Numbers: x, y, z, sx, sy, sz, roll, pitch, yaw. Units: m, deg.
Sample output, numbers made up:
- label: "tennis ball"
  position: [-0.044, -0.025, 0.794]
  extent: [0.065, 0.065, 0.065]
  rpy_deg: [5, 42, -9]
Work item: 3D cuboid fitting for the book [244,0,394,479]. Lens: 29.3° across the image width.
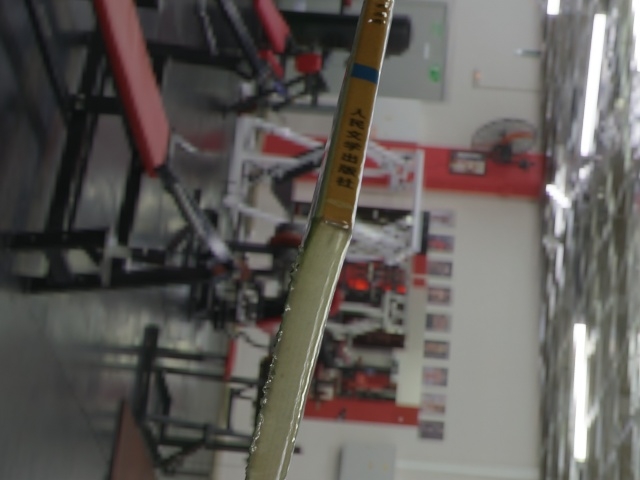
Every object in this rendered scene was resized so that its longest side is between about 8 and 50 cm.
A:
- label: "book"
  position: [0.001, 0.000, 0.462]
  extent: [0.241, 0.018, 0.170]
  rpy_deg: [-77, -179, -57]
